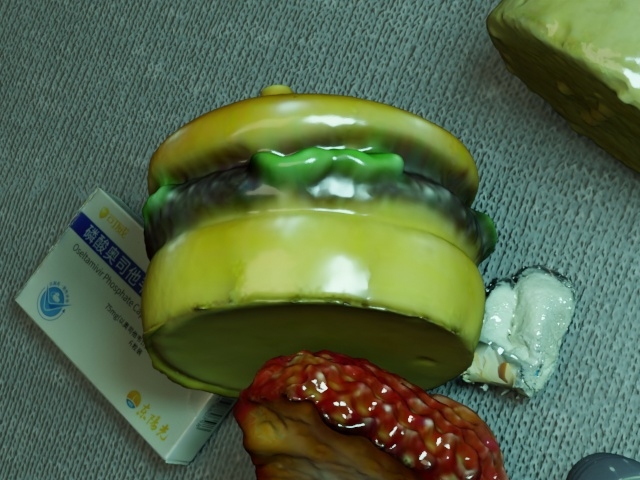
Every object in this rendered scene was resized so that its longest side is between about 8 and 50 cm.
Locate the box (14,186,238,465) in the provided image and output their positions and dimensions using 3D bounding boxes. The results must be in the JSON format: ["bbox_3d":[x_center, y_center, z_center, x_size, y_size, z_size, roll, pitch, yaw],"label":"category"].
[{"bbox_3d":[-0.234,0.107,1.600,0.343,0.065,0.200,40,96,29],"label":"box"}]

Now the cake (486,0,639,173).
[{"bbox_3d":[0.381,-0.243,1.250,0.332,0.332,0.321,39,89,30],"label":"cake"}]

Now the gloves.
[{"bbox_3d":[0.222,0.098,1.372,0.114,0.070,0.153,12,75,37],"label":"gloves"}]

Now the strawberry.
[{"bbox_3d":[0.057,0.208,1.279,0.265,0.336,0.149,-9,46,38],"label":"strawberry"}]

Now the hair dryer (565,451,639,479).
[{"bbox_3d":[0.418,0.247,1.122,0.361,0.121,0.301,-24,21,-1],"label":"hair dryer"}]

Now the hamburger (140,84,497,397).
[{"bbox_3d":[0.000,0.000,1.330,0.396,0.396,0.277,-10,65,24],"label":"hamburger"}]
